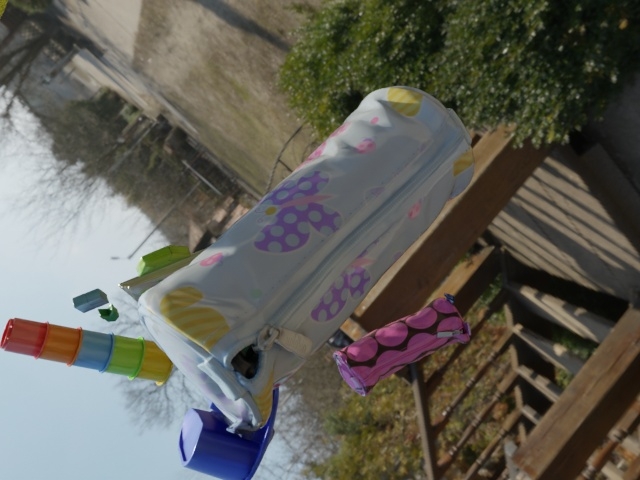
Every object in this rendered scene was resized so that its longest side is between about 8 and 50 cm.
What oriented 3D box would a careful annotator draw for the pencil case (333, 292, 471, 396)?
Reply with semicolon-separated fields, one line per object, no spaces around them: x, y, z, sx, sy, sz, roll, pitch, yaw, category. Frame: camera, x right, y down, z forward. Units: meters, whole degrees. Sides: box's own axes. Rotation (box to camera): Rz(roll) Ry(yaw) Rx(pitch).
0.129;0.167;0.897;0.095;0.209;0.098;65;172;-22;pencil case

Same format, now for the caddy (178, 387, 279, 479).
-0.187;0.392;1.262;0.179;0.241;0.341;23;170;-15;caddy

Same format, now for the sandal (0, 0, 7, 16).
-0.408;-0.145;0.480;0.126;0.317;0.138;38;-168;14;sandal

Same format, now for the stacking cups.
-0.451;0.219;1.127;0.316;0.096;0.096;19;-172;-34;stacking cups

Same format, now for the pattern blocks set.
-0.247;0.067;1.009;0.285;0.324;0.026;66;180;-74;pattern blocks set

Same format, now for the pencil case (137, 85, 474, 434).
0.000;0.000;0.413;0.113;0.273;0.124;45;152;-1;pencil case
